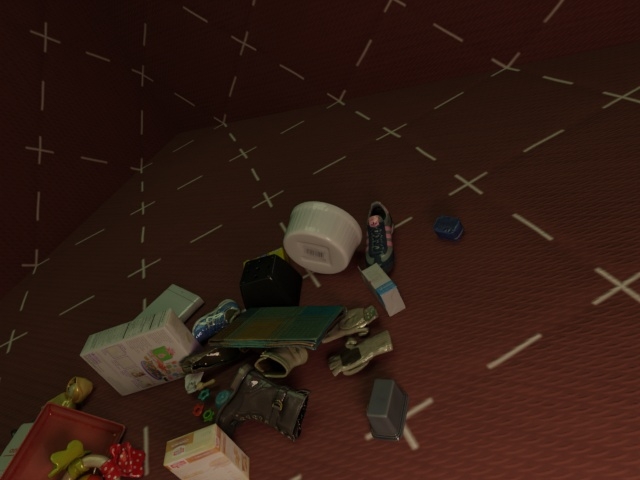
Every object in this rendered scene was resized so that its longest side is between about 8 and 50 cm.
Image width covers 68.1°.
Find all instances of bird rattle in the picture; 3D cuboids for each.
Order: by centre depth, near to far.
[{"bbox_3d":[-0.649,0.684,1.369,0.254,0.143,0.206,12,66,-12],"label":"bird rattle"}]

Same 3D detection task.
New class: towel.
[{"bbox_3d":[-0.127,0.268,1.479,0.371,0.040,0.271,-6,12,25],"label":"towel"}]

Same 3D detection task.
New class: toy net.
[{"bbox_3d":[-0.370,0.495,1.506,0.232,0.045,0.122,13,52,45],"label":"toy net"}]

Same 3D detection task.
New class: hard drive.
[{"bbox_3d":[-0.662,0.334,1.901,0.233,0.047,0.353,14,52,44],"label":"hard drive"}]

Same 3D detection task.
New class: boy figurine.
[{"bbox_3d":[-0.944,0.613,1.690,0.285,0.092,0.177,-45,36,-19],"label":"boy figurine"}]

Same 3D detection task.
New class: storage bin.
[{"bbox_3d":[0.160,0.421,1.206,0.098,0.091,0.135,-6,39,28],"label":"storage bin"}]

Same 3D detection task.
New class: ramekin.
[{"bbox_3d":[0.000,0.000,1.707,0.277,0.277,0.135,-3,49,31],"label":"ramekin"}]

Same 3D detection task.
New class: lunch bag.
[{"bbox_3d":[0.441,-0.039,1.640,0.098,0.065,0.067,18,70,44],"label":"lunch bag"}]

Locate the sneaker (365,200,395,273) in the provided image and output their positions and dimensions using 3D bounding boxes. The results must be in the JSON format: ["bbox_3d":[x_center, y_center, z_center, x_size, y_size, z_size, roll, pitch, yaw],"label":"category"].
[{"bbox_3d":[0.200,-0.012,1.703,0.112,0.131,0.319,-14,37,17],"label":"sneaker"}]

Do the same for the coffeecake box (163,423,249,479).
[{"bbox_3d":[-0.289,0.571,1.225,0.143,0.185,0.068,-22,35,7],"label":"coffeecake box"}]

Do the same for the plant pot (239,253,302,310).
[{"bbox_3d":[-0.190,0.161,1.709,0.188,0.167,0.188,-16,37,17],"label":"plant pot"}]

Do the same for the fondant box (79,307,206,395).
[{"bbox_3d":[-0.599,0.387,1.622,0.331,0.238,0.096,-19,34,12],"label":"fondant box"}]

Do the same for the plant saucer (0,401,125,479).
[{"bbox_3d":[-0.777,0.656,1.446,0.259,0.259,0.047,-79,15,-48],"label":"plant saucer"}]

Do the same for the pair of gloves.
[{"bbox_3d":[0.106,0.302,1.439,0.204,0.042,0.240,-30,29,4],"label":"pair of gloves"}]

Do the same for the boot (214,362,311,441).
[{"bbox_3d":[-0.160,0.487,1.306,0.229,0.091,0.262,24,100,20],"label":"boot"}]

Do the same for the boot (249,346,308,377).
[{"bbox_3d":[-0.162,0.343,1.431,0.213,0.077,0.165,14,11,20],"label":"boot"}]

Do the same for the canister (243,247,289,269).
[{"bbox_3d":[-0.212,0.105,1.878,0.170,0.073,0.126,-22,34,4],"label":"canister"}]

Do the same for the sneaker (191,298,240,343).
[{"bbox_3d":[-0.383,0.298,1.734,0.211,0.080,0.081,-46,35,-23],"label":"sneaker"}]

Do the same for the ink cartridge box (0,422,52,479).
[{"bbox_3d":[-0.920,0.752,1.467,0.207,0.119,0.353,-12,38,19],"label":"ink cartridge box"}]

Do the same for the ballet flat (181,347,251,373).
[{"bbox_3d":[-0.335,0.380,1.562,0.250,0.084,0.058,-18,7,-9],"label":"ballet flat"}]

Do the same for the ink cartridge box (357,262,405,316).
[{"bbox_3d":[0.194,0.147,1.525,0.062,0.104,0.181,-30,35,-4],"label":"ink cartridge box"}]
